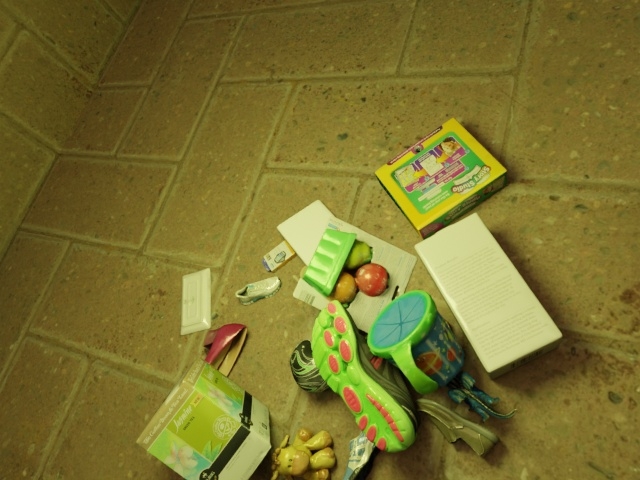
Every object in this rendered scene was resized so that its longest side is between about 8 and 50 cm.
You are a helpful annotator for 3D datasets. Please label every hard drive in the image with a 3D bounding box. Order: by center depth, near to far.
[{"bbox_3d":[0.000,0.000,1.750,0.210,0.040,0.319,-34,57,-11],"label":"hard drive"}]

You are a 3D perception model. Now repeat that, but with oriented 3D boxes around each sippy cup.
[{"bbox_3d":[0.297,0.305,1.332,0.306,0.224,0.240,-53,17,-28],"label":"sippy cup"}]

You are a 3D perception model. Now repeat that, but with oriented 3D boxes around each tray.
[{"bbox_3d":[-0.530,0.251,1.892,0.145,0.030,0.271,-17,61,16],"label":"tray"}]

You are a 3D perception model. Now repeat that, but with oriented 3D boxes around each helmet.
[{"bbox_3d":[-0.011,0.425,1.508,0.169,0.169,0.161,-50,41,-5],"label":"helmet"}]

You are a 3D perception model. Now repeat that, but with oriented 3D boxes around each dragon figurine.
[{"bbox_3d":[0.424,0.437,1.292,0.144,0.289,0.085,37,86,-6],"label":"dragon figurine"}]

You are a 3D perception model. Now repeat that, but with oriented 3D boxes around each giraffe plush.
[{"bbox_3d":[-0.074,0.680,1.407,0.210,0.170,0.182,-18,61,15],"label":"giraffe plush"}]

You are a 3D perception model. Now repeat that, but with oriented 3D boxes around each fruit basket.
[{"bbox_3d":[0.124,0.127,1.578,0.352,0.165,0.327,27,73,-7],"label":"fruit basket"}]

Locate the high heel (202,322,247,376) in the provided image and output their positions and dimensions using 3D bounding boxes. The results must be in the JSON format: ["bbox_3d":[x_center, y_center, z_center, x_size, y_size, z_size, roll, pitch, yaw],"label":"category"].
[{"bbox_3d":[-0.369,0.485,1.647,0.181,0.127,0.378,-17,57,28],"label":"high heel"}]

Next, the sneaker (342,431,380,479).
[{"bbox_3d":[0.121,0.668,1.393,0.081,0.080,0.211,22,67,36],"label":"sneaker"}]

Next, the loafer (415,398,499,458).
[{"bbox_3d":[0.384,0.546,1.318,0.251,0.094,0.088,21,75,33],"label":"loafer"}]

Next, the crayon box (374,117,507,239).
[{"bbox_3d":[0.436,-0.230,1.659,0.362,0.106,0.313,-34,59,6],"label":"crayon box"}]

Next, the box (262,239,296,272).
[{"bbox_3d":[-0.169,0.067,1.825,0.136,0.028,0.081,-38,57,6],"label":"box"}]

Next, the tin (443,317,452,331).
[{"bbox_3d":[0.351,0.332,1.471,0.106,0.040,0.190,37,84,28],"label":"tin"}]

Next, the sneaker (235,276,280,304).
[{"bbox_3d":[-0.248,0.192,1.767,0.190,0.083,0.072,-28,57,8],"label":"sneaker"}]

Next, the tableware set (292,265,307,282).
[{"bbox_3d":[0.000,0.169,1.697,0.128,0.039,0.194,-37,62,-13],"label":"tableware set"}]

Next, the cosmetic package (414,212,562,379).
[{"bbox_3d":[0.507,0.167,1.405,0.229,0.161,0.454,-29,58,9],"label":"cosmetic package"}]

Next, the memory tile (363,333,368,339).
[{"bbox_3d":[0.214,0.347,1.535,0.147,0.012,0.113,9,70,26],"label":"memory tile"}]

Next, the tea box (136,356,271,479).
[{"bbox_3d":[-0.346,0.575,1.413,0.323,0.329,0.220,38,83,-5],"label":"tea box"}]

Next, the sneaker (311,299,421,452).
[{"bbox_3d":[0.135,0.407,1.394,0.185,0.202,0.483,-42,64,24],"label":"sneaker"}]
